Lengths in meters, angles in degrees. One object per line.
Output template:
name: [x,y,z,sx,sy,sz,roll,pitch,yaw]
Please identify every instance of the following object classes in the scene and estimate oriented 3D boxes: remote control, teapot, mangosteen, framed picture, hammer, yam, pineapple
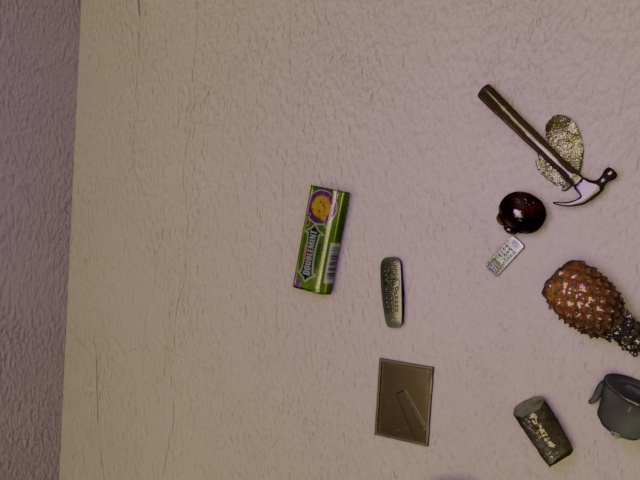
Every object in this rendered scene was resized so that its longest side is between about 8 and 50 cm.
remote control: [0.228,0.162,1.993,0.072,0.042,0.222,-5,87,28]
teapot: [0.792,0.453,1.633,0.239,0.162,0.149,42,122,54]
remote control: [0.534,0.045,1.844,0.053,0.017,0.124,47,110,20]
mangosteen: [0.558,-0.069,1.784,0.140,0.140,0.140,0,90,28]
framed picture: [0.261,0.504,1.992,0.184,0.016,0.250,4,92,28]
hammer: [0.604,-0.276,1.768,0.168,0.044,0.440,-46,71,22]
yam: [0.620,0.529,1.756,0.107,0.107,0.183,-37,75,23]
pineapple: [0.749,0.209,1.650,0.361,0.175,0.175,46,110,21]

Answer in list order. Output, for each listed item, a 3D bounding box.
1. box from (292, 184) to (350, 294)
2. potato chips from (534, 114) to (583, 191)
box: [0.000,0.000,2.082,0.134,0.097,0.346,14,97,26]
potato chips: [0.664,-0.242,1.772,0.142,0.026,0.209,-24,81,26]
